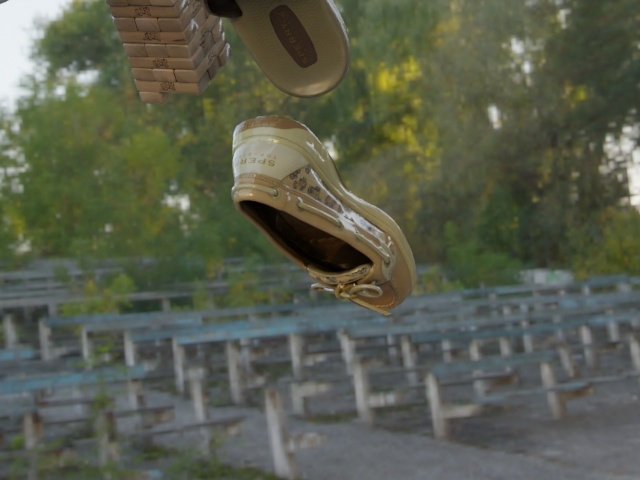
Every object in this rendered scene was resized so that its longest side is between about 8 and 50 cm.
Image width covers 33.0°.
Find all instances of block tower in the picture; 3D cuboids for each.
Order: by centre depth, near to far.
[{"bbox_3d":[-0.193,-0.316,1.215,0.097,0.335,0.091,7,44,22],"label":"block tower"}]

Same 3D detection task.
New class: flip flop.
[{"bbox_3d":[-0.065,-0.218,0.895,0.112,0.080,0.277,-20,-54,22],"label":"flip flop"}]

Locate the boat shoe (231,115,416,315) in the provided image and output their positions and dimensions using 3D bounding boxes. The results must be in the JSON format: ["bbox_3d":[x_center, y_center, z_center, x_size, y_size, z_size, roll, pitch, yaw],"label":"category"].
[{"bbox_3d":[0.000,0.000,1.016,0.104,0.089,0.285,-11,-38,32],"label":"boat shoe"}]

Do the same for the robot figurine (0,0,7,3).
[{"bbox_3d":[-0.375,-0.348,0.998,0.200,0.353,0.300,-56,-14,22],"label":"robot figurine"}]
